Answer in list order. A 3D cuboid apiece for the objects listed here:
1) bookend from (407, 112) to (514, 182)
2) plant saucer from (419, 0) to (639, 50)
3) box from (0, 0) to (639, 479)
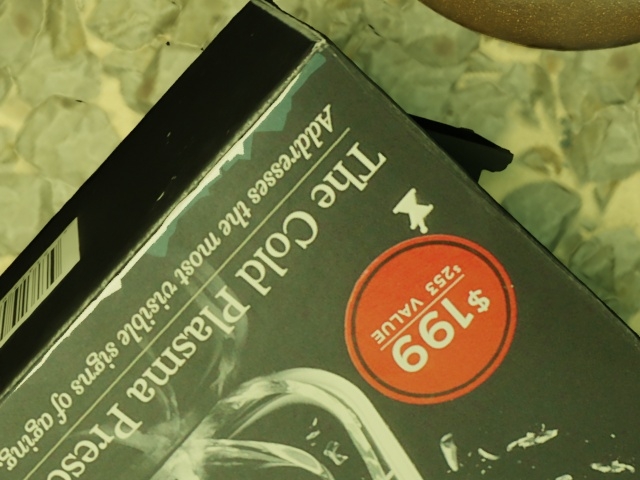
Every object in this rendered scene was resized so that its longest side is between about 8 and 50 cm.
[{"bbox_3d":[0.000,0.000,0.677,0.157,0.072,0.156,13,102,-14],"label":"bookend"},{"bbox_3d":[0.145,-0.263,0.692,0.311,0.050,0.310,0,91,-2],"label":"plant saucer"},{"bbox_3d":[-0.018,0.124,0.576,0.312,0.179,0.343,41,95,-20],"label":"box"}]
